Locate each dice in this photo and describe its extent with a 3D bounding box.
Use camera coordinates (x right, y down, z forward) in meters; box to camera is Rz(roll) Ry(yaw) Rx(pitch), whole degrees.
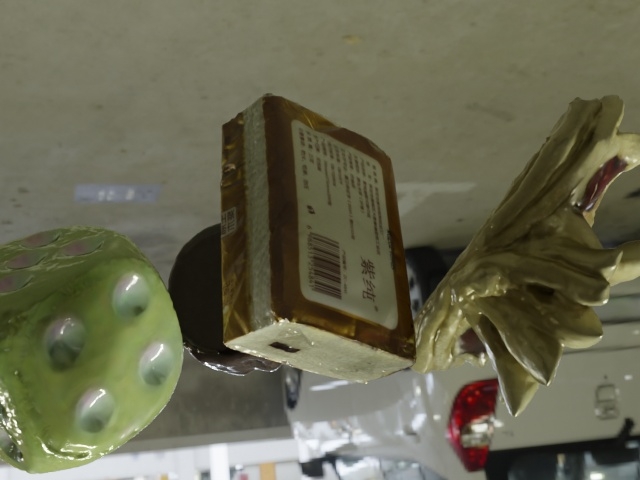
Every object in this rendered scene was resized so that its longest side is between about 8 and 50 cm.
[{"bbox_3d":[-0.352,0.135,1.164,0.254,0.252,0.250,7,-151,42],"label":"dice"}]

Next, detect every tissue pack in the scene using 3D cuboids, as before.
[{"bbox_3d":[0.000,0.000,0.791,0.092,0.226,0.183,-28,144,34],"label":"tissue pack"}]

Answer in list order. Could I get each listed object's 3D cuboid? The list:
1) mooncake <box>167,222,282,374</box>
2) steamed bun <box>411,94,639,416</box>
[{"bbox_3d":[-0.133,0.100,1.562,0.283,0.283,0.141,-12,159,21],"label":"mooncake"},{"bbox_3d":[0.246,0.047,1.022,0.428,0.189,0.247,-57,167,26],"label":"steamed bun"}]
